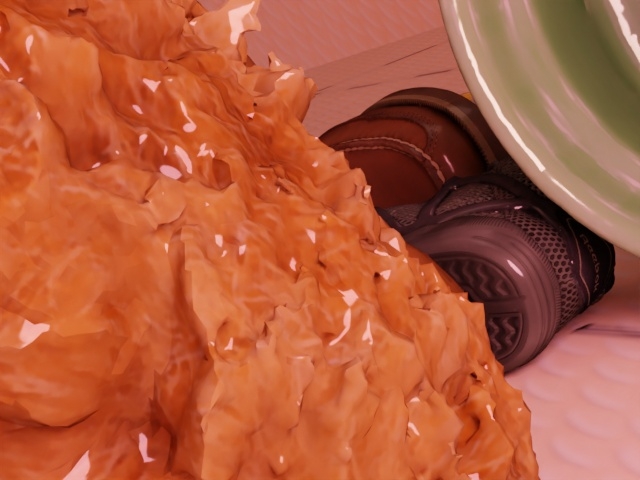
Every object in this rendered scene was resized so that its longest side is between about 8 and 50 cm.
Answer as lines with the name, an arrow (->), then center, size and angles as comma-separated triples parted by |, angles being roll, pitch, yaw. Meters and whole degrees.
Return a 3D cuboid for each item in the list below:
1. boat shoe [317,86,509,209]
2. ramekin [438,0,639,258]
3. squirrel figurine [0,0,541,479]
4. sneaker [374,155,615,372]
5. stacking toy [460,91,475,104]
boat shoe -> 0.000, 0.000, 1.099 | 0.104, 0.111, 0.307 | -28, 1, -26
ramekin -> 0.212, -0.137, 0.843 | 0.303, 0.303, 0.148 | -15, 2, 25
squirrel figurine -> -0.094, -0.032, 0.555 | 0.281, 0.370, 0.397 | -21, 9, -14
sneaker -> 0.047, 0.013, 0.947 | 0.227, 0.087, 0.130 | -6, 13, 45
stacking toy -> 0.217, -0.127, 1.565 | 0.221, 0.052, 0.167 | -25, 10, -38
